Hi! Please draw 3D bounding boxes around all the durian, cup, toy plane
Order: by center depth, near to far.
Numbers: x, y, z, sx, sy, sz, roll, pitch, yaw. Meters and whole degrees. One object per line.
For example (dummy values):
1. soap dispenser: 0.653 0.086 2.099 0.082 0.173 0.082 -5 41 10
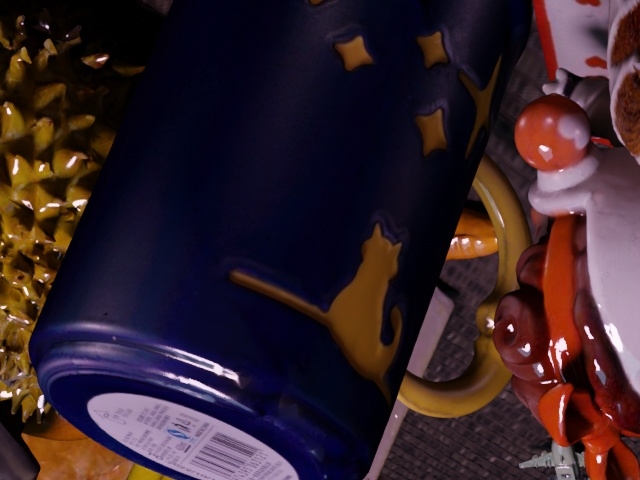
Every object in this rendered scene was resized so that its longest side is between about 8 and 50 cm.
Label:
1. cup: 0.018 -0.003 0.788 0.255 0.256 0.178 24 156 -11
2. durian: -0.171 -0.017 0.953 0.258 0.258 0.293 18 172 7
3. toy plane: 0.194 0.177 1.302 0.080 0.033 0.083 0 150 17

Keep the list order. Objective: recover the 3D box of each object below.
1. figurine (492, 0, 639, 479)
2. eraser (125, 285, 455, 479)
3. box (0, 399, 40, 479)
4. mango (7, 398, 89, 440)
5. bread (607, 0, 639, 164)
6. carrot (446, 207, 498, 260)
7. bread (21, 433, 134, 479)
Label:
1. figurine: 0.147 0.006 0.737 0.160 0.226 0.183 10 154 21
2. eraser: -0.022 0.105 1.097 0.158 0.226 0.069 1 142 39
3. box: -0.374 0.053 1.250 0.350 0.091 0.359 8 136 56
4. mango: -0.220 0.088 1.314 0.253 0.138 0.113 4 154 34
5. bread: 0.150 -0.098 0.601 0.073 0.160 0.160 1 155 -2
6. carrot: 0.000 0.000 1.054 0.271 0.066 0.062 -16 166 39
7. bread: -0.208 0.266 1.503 0.204 0.337 0.358 30 169 48
